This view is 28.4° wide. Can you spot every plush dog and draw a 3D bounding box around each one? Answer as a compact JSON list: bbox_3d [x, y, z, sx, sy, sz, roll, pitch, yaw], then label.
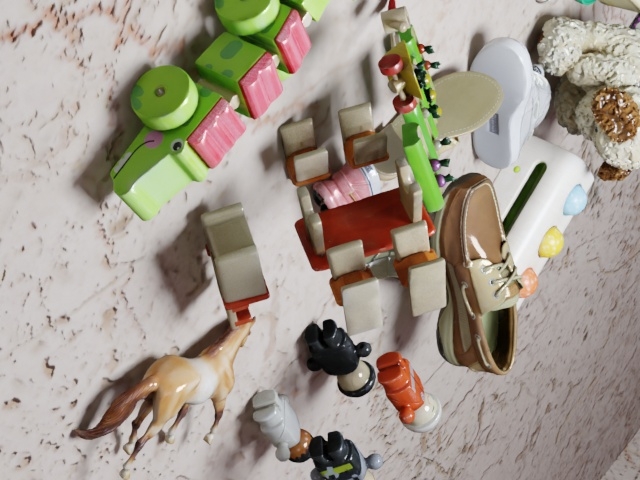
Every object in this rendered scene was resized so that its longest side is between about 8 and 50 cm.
[{"bbox_3d":[0.457,-0.211,1.935,0.262,0.210,0.225,53,30,-59],"label":"plush dog"}]

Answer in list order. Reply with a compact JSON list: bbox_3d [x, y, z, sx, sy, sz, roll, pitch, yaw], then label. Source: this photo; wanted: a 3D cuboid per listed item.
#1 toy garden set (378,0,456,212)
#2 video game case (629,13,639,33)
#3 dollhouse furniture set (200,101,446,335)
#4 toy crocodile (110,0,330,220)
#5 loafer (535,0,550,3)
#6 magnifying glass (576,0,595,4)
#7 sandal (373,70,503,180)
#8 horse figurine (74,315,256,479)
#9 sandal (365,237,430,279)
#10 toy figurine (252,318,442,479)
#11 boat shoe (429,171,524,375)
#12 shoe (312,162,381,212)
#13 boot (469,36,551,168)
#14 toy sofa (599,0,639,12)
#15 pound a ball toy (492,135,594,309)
[{"bbox_3d":[0.120,-0.190,1.518,0.244,0.049,0.204,-89,160,-46],"label":"toy garden set"},{"bbox_3d":[0.621,-0.362,2.300,0.210,0.042,0.232,-55,150,-13],"label":"video game case"},{"bbox_3d":[0.000,0.000,1.467,0.259,0.262,0.135,-17,141,-6],"label":"dollhouse furniture set"},{"bbox_3d":[-0.090,-0.163,1.304,0.340,0.105,0.115,-52,149,-15],"label":"toy crocodile"},{"bbox_3d":[0.339,-0.402,1.838,0.039,0.045,0.125,48,66,-42],"label":"loafer"},{"bbox_3d":[0.466,-0.466,1.993,0.231,0.026,0.092,-51,149,-14],"label":"magnifying glass"},{"bbox_3d":[0.142,-0.149,1.732,0.240,0.088,0.079,-36,174,-26],"label":"sandal"},{"bbox_3d":[-0.171,0.187,1.520,0.263,0.066,0.174,-8,128,-57],"label":"horse figurine"},{"bbox_3d":[0.109,0.024,1.829,0.219,0.060,0.090,5,105,-43],"label":"sandal"},{"bbox_3d":[0.035,0.238,1.731,0.209,0.213,0.148,-52,135,-18],"label":"toy figurine"},{"bbox_3d":[0.243,0.057,1.846,0.122,0.120,0.324,-31,129,-33],"label":"boat shoe"},{"bbox_3d":[0.037,-0.048,1.653,0.081,0.063,0.178,-32,157,-6],"label":"shoe"},{"bbox_3d":[0.285,-0.228,1.862,0.123,0.095,0.258,-51,158,-28],"label":"boot"},{"bbox_3d":[0.533,-0.512,1.873,0.150,0.177,0.363,18,95,-57],"label":"toy sofa"},{"bbox_3d":[0.306,-0.008,2.020,0.319,0.135,0.208,-59,151,-5],"label":"pound a ball toy"}]
